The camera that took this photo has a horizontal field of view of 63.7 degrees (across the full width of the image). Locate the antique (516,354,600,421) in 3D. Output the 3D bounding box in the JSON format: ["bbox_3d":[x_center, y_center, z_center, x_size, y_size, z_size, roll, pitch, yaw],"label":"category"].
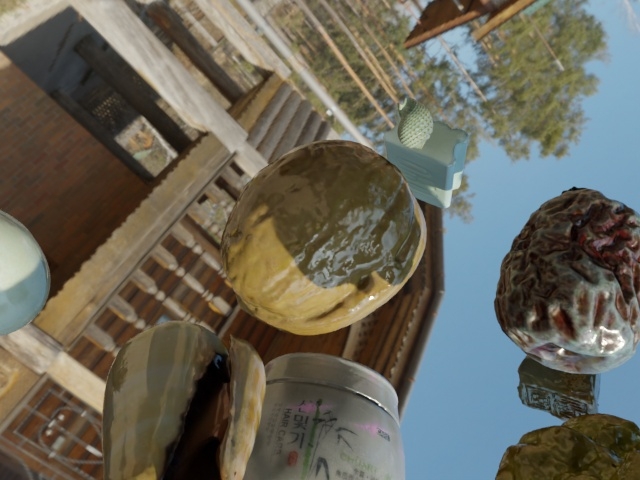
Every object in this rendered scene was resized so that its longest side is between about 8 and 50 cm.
[{"bbox_3d":[0.533,0.231,1.088,0.150,0.125,0.284,10,-132,36],"label":"antique"}]

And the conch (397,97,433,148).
[{"bbox_3d":[0.166,-0.201,0.886,0.076,0.085,0.056,-33,-145,-33],"label":"conch"}]

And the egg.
[{"bbox_3d":[-0.451,0.037,0.683,0.151,0.209,0.151,-2,-140,1],"label":"egg"}]

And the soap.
[{"bbox_3d":[0.235,-0.174,1.155,0.088,0.159,0.265,-61,163,-8],"label":"soap"}]

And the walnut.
[{"bbox_3d":[0.000,0.000,0.818,0.333,0.333,0.333,-39,-160,17],"label":"walnut"}]

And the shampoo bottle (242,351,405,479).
[{"bbox_3d":[-0.010,0.328,0.768,0.273,0.273,0.266,-28,-145,40],"label":"shampoo bottle"}]

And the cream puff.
[{"bbox_3d":[0.245,0.241,0.449,0.221,0.195,0.194,-12,180,-33],"label":"cream puff"}]

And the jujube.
[{"bbox_3d":[0.412,0.060,0.839,0.226,0.226,0.317,-20,-147,50],"label":"jujube"}]

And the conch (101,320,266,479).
[{"bbox_3d":[-0.124,0.180,0.465,0.158,0.127,0.255,-7,-147,-3],"label":"conch"}]
